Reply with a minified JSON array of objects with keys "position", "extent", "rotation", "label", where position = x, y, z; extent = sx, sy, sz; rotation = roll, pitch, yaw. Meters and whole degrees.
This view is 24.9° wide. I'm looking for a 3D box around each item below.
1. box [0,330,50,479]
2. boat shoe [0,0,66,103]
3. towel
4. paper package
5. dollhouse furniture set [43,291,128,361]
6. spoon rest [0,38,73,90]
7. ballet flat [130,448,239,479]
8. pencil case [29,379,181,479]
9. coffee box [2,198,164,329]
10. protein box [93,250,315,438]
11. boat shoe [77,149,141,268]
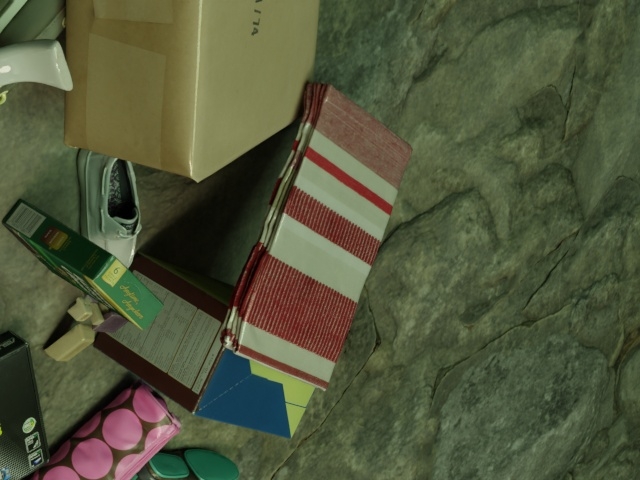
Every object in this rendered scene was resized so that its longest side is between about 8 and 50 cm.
[{"position":[-0.415,0.225,1.695],"extent":[0.190,0.045,0.184],"rotation":[-28,133,-35],"label":"box"},{"position":[-0.342,-0.189,1.481],"extent":[0.305,0.109,0.091],"rotation":[-55,136,-14],"label":"boat shoe"},{"position":[0.000,0.000,1.731],"extent":[0.237,0.037,0.329],"rotation":[31,77,-56],"label":"towel"},{"position":[-0.125,-0.266,1.558],"extent":[0.309,0.168,0.325],"rotation":[-38,138,-57],"label":"paper package"},{"position":[-0.305,0.085,1.738],"extent":[0.114,0.081,0.091],"rotation":[-37,156,22],"label":"dollhouse furniture set"},{"position":[-0.357,-0.103,1.347],"extent":[0.276,0.084,0.137],"rotation":[-41,135,-34],"label":"spoon rest"},{"position":[-0.194,0.323,1.982],"extent":[0.203,0.074,0.074],"rotation":[15,100,-56],"label":"ballet flat"},{"position":[-0.269,0.276,1.840],"extent":[0.209,0.098,0.095],"rotation":[-46,138,-19],"label":"pencil case"},{"position":[-0.268,0.026,1.626],"extent":[0.040,0.184,0.113],"rotation":[-52,140,-13],"label":"coffee box"},{"position":[-0.133,0.132,1.821],"extent":[0.200,0.201,0.136],"rotation":[24,93,-51],"label":"protein box"},{"position":[-0.240,-0.033,1.717],"extent":[0.066,0.063,0.184],"rotation":[-23,127,-38],"label":"boat shoe"}]
